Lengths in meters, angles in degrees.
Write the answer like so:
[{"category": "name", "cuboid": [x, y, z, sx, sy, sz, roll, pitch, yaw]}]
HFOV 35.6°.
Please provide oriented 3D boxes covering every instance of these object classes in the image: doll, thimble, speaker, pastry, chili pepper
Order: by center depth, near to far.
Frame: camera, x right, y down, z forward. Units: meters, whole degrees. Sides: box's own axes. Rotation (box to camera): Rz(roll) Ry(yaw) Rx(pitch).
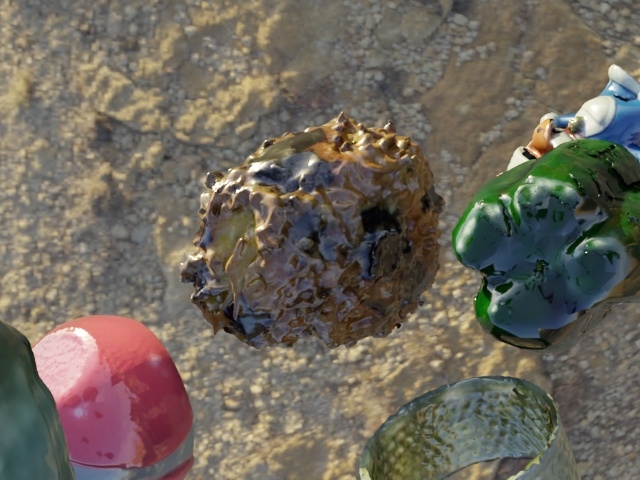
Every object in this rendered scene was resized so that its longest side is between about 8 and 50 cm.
[{"category": "chili pepper", "cuboid": [0.280, 0.004, 1.173, 0.248, 0.256, 0.233, -45, 74, 28]}, {"category": "thimble", "cuboid": [0.193, 0.299, 1.235, 0.270, 0.271, 0.150, -7, 116, 35]}, {"category": "doll", "cuboid": [0.360, -0.113, 1.353, 0.257, 0.161, 0.215, -53, 31, 13]}, {"category": "pastry", "cuboid": [0.012, -0.013, 1.433, 0.292, 0.405, 0.337, 33, 112, 43]}, {"category": "speaker", "cuboid": [-0.312, 0.260, 1.439, 0.294, 0.294, 0.294, 3, 95, 35]}]

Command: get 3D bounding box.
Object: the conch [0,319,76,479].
[{"category": "conch", "cuboid": [-0.188, 0.093, 0.334, 0.220, 0.277, 0.195, -28, 68, 17]}]
